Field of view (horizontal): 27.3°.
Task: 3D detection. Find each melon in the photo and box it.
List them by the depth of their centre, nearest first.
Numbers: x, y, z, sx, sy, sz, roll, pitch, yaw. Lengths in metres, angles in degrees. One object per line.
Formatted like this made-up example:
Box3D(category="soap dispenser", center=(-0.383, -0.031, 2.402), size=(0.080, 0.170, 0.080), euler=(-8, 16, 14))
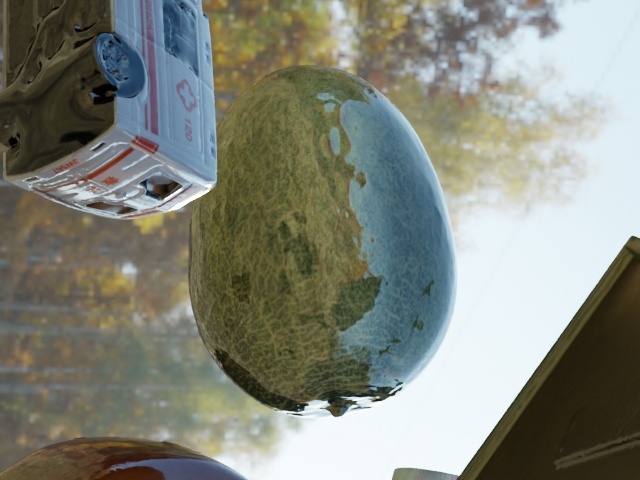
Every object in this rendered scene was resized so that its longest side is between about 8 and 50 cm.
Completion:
Box3D(category="melon", center=(0.000, 0.000, 1.190), size=(0.248, 0.248, 0.329), euler=(132, -42, -62))

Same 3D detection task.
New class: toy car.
Box3D(category="toy car", center=(-0.111, -0.117, 0.701), size=(0.089, 0.108, 0.210), euler=(-23, -119, 32))

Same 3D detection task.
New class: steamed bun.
Box3D(category="steamed bun", center=(-0.200, 0.340, 1.431), size=(0.235, 0.379, 0.248), euler=(-3, -107, 57))

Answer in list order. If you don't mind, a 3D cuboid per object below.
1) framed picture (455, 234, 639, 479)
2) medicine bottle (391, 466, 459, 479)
Box3D(category="framed picture", center=(0.157, 0.110, 0.743), size=(0.232, 0.024, 0.315), euler=(-56, -175, 5))
Box3D(category="medicine bottle", center=(0.107, 0.348, 1.294), size=(0.139, 0.139, 0.225), euler=(147, -41, -67))
